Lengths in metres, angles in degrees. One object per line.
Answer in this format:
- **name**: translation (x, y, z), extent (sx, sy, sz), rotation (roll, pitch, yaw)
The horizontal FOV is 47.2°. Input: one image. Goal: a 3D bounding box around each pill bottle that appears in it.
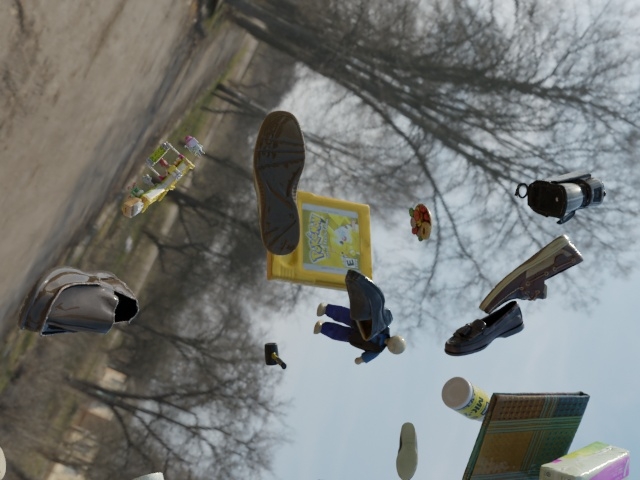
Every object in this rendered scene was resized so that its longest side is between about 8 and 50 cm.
- **pill bottle**: translation (0.535, 0.575, 2.632), extent (0.119, 0.208, 0.119), rotation (-23, -130, 31)

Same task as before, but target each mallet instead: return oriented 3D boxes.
- **mallet**: translation (-0.117, 0.306, 1.948), extent (0.190, 0.039, 0.062), rotation (159, -75, -75)

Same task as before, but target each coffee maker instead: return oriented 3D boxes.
- **coffee maker**: translation (0.677, -0.139, 2.057), extent (0.171, 0.178, 0.120), rotation (47, -44, 38)

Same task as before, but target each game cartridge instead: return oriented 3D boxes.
- **game cartridge**: translation (0.000, 0.000, 2.141), extent (0.053, 0.324, 0.285), rotation (-37, -131, 55)

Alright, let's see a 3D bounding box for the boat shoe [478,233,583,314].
- **boat shoe**: translation (0.637, 0.128, 2.209), extent (0.342, 0.123, 0.123), rotation (-37, 166, -1)

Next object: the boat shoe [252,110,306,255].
- **boat shoe**: translation (-0.090, -0.113, 1.459), extent (0.089, 0.105, 0.285), rotation (-179, -87, -76)

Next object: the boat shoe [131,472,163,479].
- **boat shoe**: translation (-0.475, 0.631, 1.679), extent (0.305, 0.091, 0.109), rotation (-32, 157, 19)

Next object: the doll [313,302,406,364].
- **doll**: translation (0.080, 0.183, 1.435), extent (0.046, 0.189, 0.129), rotation (-9, 111, -63)

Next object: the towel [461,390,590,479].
- **towel**: translation (0.462, 0.513, 1.717), extent (0.040, 0.272, 0.370), rotation (-129, -132, -59)

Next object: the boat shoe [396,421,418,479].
- **boat shoe**: translation (0.195, 0.479, 1.651), extent (0.043, 0.049, 0.137), rotation (87, 9, -49)

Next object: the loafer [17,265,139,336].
- **loafer**: translation (-0.491, 0.133, 1.552), extent (0.133, 0.130, 0.366), rotation (-65, 169, 10)

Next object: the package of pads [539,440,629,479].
- **package of pads**: translation (0.577, 0.585, 1.602), extent (0.101, 0.297, 0.229), rotation (5, -87, 44)

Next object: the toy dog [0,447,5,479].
- **toy dog**: translation (-0.688, 0.518, 1.335), extent (0.220, 0.160, 0.333), rotation (-17, -166, 21)

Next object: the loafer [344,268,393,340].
- **loafer**: translation (0.077, 0.115, 1.272), extent (0.062, 0.170, 0.061), rotation (22, -116, 40)

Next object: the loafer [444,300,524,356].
- **loafer**: translation (0.500, 0.266, 2.257), extent (0.109, 0.303, 0.095), rotation (20, -58, 57)

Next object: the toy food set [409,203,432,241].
- **toy food set**: translation (0.220, -0.039, 1.603), extent (0.083, 0.020, 0.083), rotation (169, -86, -70)

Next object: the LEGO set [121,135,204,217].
- **LEGO set**: translation (-0.447, -0.177, 1.971), extent (0.287, 0.107, 0.132), rotation (-46, -179, -21)
